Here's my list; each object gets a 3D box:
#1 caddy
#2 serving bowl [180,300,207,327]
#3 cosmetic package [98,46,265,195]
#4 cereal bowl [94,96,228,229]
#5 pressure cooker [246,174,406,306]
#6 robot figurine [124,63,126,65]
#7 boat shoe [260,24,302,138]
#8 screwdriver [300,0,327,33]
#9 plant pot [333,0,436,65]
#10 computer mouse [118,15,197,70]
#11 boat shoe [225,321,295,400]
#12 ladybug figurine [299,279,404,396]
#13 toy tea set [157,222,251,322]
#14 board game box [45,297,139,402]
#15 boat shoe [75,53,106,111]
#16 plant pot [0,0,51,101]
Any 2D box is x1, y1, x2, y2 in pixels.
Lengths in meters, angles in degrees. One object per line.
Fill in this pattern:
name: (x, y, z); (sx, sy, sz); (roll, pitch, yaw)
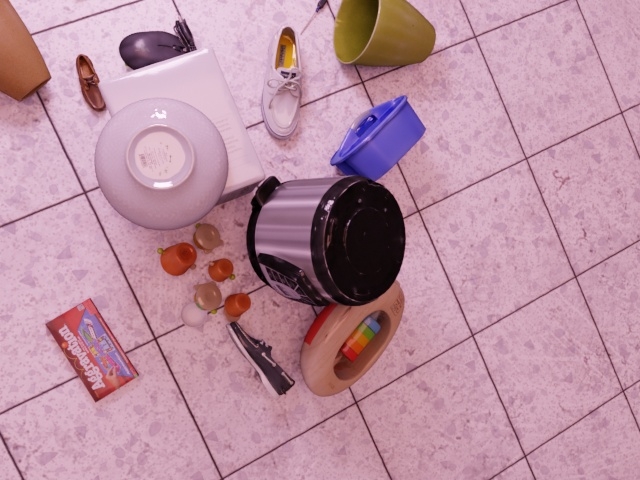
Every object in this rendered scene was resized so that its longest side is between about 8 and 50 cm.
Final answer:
caddy: (0.179, -0.340, 1.814); (0.341, 0.241, 0.179); (-46, 105, -13)
serving bowl: (-0.403, 0.234, 1.737); (0.083, 0.027, 0.084); (1, 87, -15)
cosmetic package: (-0.400, -0.285, 1.606); (0.327, 0.329, 0.394); (-24, 94, -13)
cereal bowl: (-0.393, -0.196, 1.365); (0.338, 0.141, 0.339); (0, 89, -14)
pressure cooker: (-0.006, -0.001, 1.615); (0.375, 0.420, 0.370); (-2, 94, -43)
robot figurine: (-0.554, -0.567, 1.713); (0.115, 0.067, 0.101); (-4, 115, -17)
boat shoe: (-0.111, -0.524, 1.784); (0.135, 0.156, 0.368); (6, 85, -14)
screwdriver: (-0.020, -0.779, 1.892); (0.025, 0.024, 0.170); (26, 82, 17)
plant pot: (0.237, -0.707, 1.854); (0.293, 0.274, 0.275); (4, 86, -30)
computer mouse: (-0.481, -0.592, 1.676); (0.272, 0.072, 0.189); (-26, 99, -42)
boat shoe: (-0.192, 0.369, 1.751); (0.091, 0.114, 0.303); (-36, 108, -13)
ladybug figurine: (0.095, 0.292, 1.771); (0.449, 0.162, 0.305); (-46, 135, -14)
toy tea set: (-0.366, 0.122, 1.730); (0.200, 0.124, 0.336); (-29, 92, -44)
board game box: (-0.690, 0.332, 1.657); (0.145, 0.027, 0.281); (-32, 96, -13)
boat shoe: (-0.707, -0.483, 1.672); (0.064, 0.060, 0.178); (-19, 93, -15)
plant pot: (-0.907, -0.534, 1.556); (0.237, 0.237, 0.254); (-44, 114, -13)
